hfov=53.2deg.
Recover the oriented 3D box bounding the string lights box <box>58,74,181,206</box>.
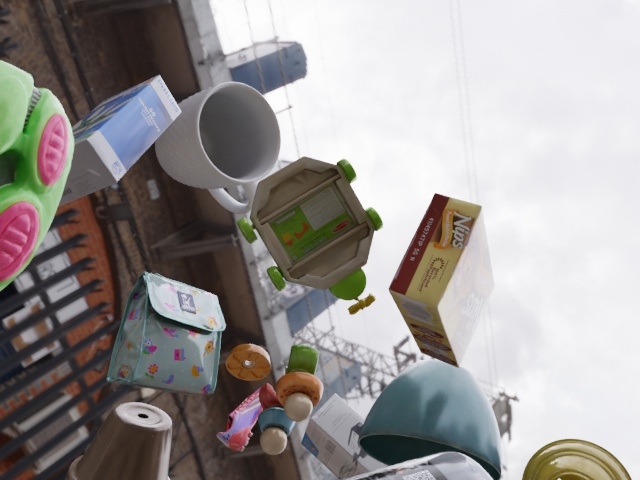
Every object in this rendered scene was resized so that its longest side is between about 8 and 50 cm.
[{"bbox_3d":[-0.335,-0.162,1.014,0.134,0.259,0.076,-17,-61,22],"label":"string lights box"}]

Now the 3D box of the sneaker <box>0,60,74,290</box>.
[{"bbox_3d":[-0.390,0.035,0.444,0.202,0.483,0.185,29,-21,45],"label":"sneaker"}]

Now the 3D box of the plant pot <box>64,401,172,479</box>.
[{"bbox_3d":[-0.478,0.536,1.592,0.263,0.263,0.229,22,-84,36],"label":"plant pot"}]

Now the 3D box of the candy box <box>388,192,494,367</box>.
[{"bbox_3d":[0.218,0.080,1.094,0.088,0.182,0.316,20,-19,26],"label":"candy box"}]

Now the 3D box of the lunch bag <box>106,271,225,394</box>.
[{"bbox_3d":[-0.354,0.222,1.516,0.160,0.224,0.262,-12,-117,46],"label":"lunch bag"}]

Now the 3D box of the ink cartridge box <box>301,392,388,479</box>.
[{"bbox_3d":[0.104,0.660,1.999,0.307,0.129,0.223,38,-35,18],"label":"ink cartridge box"}]

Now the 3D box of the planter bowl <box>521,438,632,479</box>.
[{"bbox_3d":[0.491,0.497,1.234,0.217,0.090,0.217,-7,-106,26],"label":"planter bowl"}]

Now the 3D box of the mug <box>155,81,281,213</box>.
[{"bbox_3d":[-0.298,-0.241,1.847,0.328,0.276,0.374,-4,-60,49],"label":"mug"}]

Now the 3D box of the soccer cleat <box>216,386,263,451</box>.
[{"bbox_3d":[-0.228,0.527,1.947,0.095,0.248,0.083,32,-51,-3],"label":"soccer cleat"}]

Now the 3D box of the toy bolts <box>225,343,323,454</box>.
[{"bbox_3d":[-0.112,0.355,1.401,0.219,0.158,0.228,9,-52,-3],"label":"toy bolts"}]

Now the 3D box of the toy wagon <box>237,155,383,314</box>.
[{"bbox_3d":[0.000,0.000,1.353,0.344,0.267,0.068,60,-10,-9],"label":"toy wagon"}]

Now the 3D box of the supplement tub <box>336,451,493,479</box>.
[{"bbox_3d":[0.021,0.329,0.602,0.193,0.316,0.193,172,-90,-73],"label":"supplement tub"}]

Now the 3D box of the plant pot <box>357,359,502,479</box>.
[{"bbox_3d":[0.242,0.367,1.338,0.291,0.195,0.290,13,-31,8],"label":"plant pot"}]
